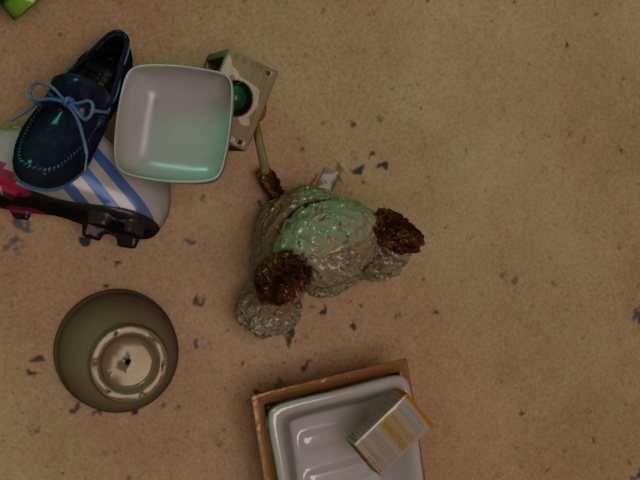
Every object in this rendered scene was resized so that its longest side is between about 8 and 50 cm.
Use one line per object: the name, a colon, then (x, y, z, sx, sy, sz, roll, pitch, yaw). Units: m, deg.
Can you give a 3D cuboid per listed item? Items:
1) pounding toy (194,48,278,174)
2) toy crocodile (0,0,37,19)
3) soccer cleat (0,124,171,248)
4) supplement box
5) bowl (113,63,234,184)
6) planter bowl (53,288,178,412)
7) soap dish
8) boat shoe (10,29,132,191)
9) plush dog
pounding toy: (-0.107, -0.163, 1.416, 0.100, 0.141, 0.130, 23, 87, -20)
toy crocodile: (-0.331, -0.365, 1.337, 0.340, 0.105, 0.115, -38, 106, -12)
soccer cleat: (-0.343, -0.097, 1.368, 0.331, 0.116, 0.143, 18, 67, -18)
supplement box: (0.090, 0.251, 1.454, 0.098, 0.036, 0.062, -42, 107, -12)
bowl: (-0.173, -0.136, 1.335, 0.142, 0.053, 0.142, 6, 85, 8)
planter bowl: (-0.253, 0.148, 1.410, 0.162, 0.109, 0.162, -2, 96, -19)
soap dish: (0.027, 0.320, 1.521, 0.229, 0.118, 0.291, -11, 98, -19)
boat shoe: (-0.297, -0.165, 1.308, 0.109, 0.089, 0.258, 17, 44, -5)
plush dog: (0.000, 0.000, 1.424, 0.262, 0.225, 0.210, -26, 103, -16)
